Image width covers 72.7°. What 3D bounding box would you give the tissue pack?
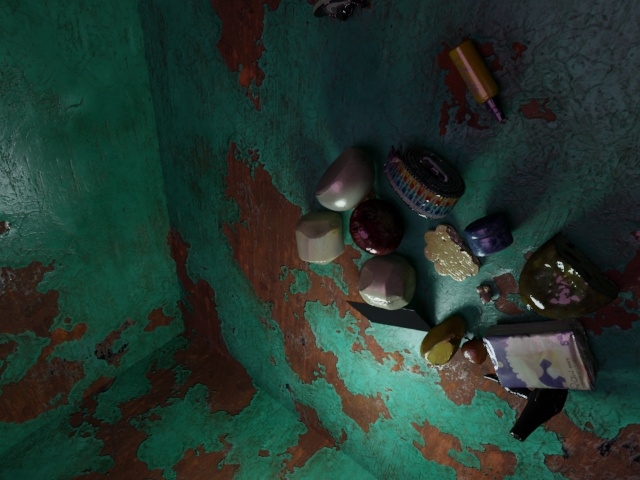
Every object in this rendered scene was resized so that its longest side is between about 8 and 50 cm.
[{"bbox_3d":[0.825,0.433,1.641,0.344,0.125,0.242,-17,98,45],"label":"tissue pack"}]

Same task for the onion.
[{"bbox_3d":[0.227,-0.056,1.798,0.190,0.246,0.246,-16,103,54],"label":"onion"}]

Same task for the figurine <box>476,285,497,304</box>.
[{"bbox_3d":[0.659,0.211,1.725,0.051,0.047,0.083,-30,86,33],"label":"figurine"}]

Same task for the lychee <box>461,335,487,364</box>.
[{"bbox_3d":[0.643,0.456,1.842,0.114,0.101,0.140,-41,71,33],"label":"lychee"}]

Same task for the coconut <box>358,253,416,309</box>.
[{"bbox_3d":[0.275,0.177,1.899,0.248,0.245,0.244,7,120,32],"label":"coconut"}]

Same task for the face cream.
[{"bbox_3d":[0.511,-0.501,1.387,0.078,0.078,0.273,-27,95,47],"label":"face cream"}]

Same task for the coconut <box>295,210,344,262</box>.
[{"bbox_3d":[0.000,0.000,2.046,0.239,0.239,0.244,11,117,37],"label":"coconut"}]

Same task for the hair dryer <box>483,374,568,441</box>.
[{"bbox_3d":[0.776,0.633,1.752,0.120,0.304,0.359,58,161,-18],"label":"hair dryer"}]

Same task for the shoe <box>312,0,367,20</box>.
[{"bbox_3d":[0.071,-0.846,1.565,0.228,0.099,0.112,-15,111,45],"label":"shoe"}]

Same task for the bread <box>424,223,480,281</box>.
[{"bbox_3d":[0.516,0.054,1.754,0.250,0.039,0.182,53,138,3],"label":"bread"}]

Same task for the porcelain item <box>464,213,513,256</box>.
[{"bbox_3d":[0.598,-0.023,1.552,0.147,0.147,0.114,-17,103,46],"label":"porcelain item"}]

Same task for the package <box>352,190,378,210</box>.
[{"bbox_3d":[0.187,-0.164,1.909,0.131,0.047,0.071,-33,88,49],"label":"package"}]

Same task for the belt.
[{"bbox_3d":[0.385,-0.228,1.582,0.295,0.207,0.160,54,144,24],"label":"belt"}]

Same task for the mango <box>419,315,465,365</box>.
[{"bbox_3d":[0.534,0.434,1.890,0.130,0.167,0.261,27,128,-5],"label":"mango"}]

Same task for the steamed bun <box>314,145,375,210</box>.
[{"bbox_3d":[0.116,-0.236,1.777,0.177,0.282,0.283,38,140,-17],"label":"steamed bun"}]

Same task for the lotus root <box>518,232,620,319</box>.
[{"bbox_3d":[0.799,0.160,1.490,0.267,0.149,0.260,49,136,12],"label":"lotus root"}]

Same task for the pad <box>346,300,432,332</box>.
[{"bbox_3d":[0.325,0.357,2.042,0.368,0.007,0.247,1,148,42],"label":"pad"}]
